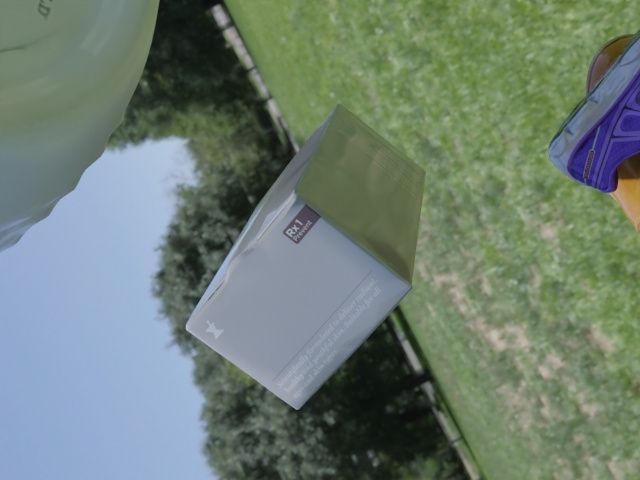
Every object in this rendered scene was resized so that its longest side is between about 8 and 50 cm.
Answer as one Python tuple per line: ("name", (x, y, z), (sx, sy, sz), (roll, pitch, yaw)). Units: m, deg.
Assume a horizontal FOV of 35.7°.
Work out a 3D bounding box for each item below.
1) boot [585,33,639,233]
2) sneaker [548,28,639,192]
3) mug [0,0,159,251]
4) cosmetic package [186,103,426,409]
("boot", (0.278, -0.023, 0.666), (0.211, 0.104, 0.295), (62, -171, -87))
("sneaker", (0.232, -0.105, 0.682), (0.071, 0.170, 0.068), (37, -153, 4))
("mug", (-0.250, -0.055, 0.406), (0.276, 0.328, 0.374), (44, -126, -33))
("cosmetic package", (0.000, 0.000, 0.723), (0.107, 0.127, 0.238), (37, -156, -10))
